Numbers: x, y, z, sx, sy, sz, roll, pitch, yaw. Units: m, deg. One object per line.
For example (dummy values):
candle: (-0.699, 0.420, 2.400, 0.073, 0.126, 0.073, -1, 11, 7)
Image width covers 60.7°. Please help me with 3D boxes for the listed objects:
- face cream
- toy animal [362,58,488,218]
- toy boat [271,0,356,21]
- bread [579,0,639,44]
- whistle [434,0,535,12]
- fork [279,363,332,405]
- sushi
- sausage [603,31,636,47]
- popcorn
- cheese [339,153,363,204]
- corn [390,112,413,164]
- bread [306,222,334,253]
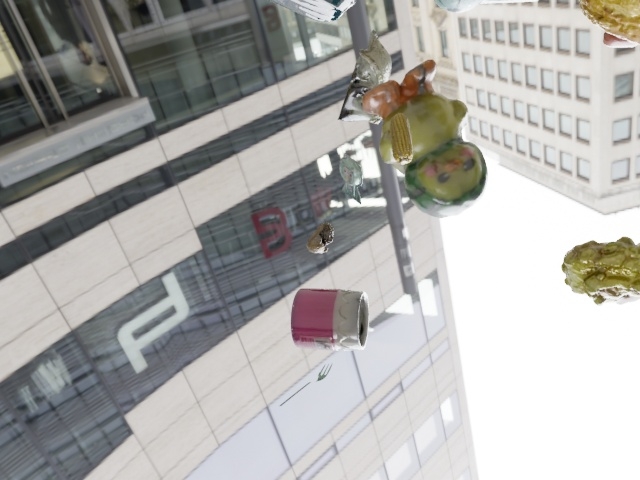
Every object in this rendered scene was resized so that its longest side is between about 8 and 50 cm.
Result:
face cream: (0.030, 0.225, 1.557, 0.194, 0.175, 0.175, 1, -147, 15)
toy animal: (0.243, -0.211, 1.237, 0.216, 0.338, 0.191, -27, 172, -4)
toy boat: (-0.048, -0.366, 0.738, 0.246, 0.103, 0.093, 10, -175, -36)
bread: (0.599, -0.473, 0.892, 0.336, 0.204, 0.358, -39, -136, 1)
whistle: (0.361, -0.612, 1.267, 0.289, 0.164, 0.163, 6, -145, 22)
fork: (-0.038, 0.401, 1.496, 0.039, 0.021, 0.235, -24, -177, 39)
sushi: (0.153, -0.437, 1.515, 0.109, 0.273, 0.134, 31, -135, 12)
sausage: (0.690, -0.467, 1.233, 0.094, 0.054, 0.059, -2, -113, 10)
popcorn: (0.643, 0.071, 1.225, 0.197, 0.156, 0.197, 8, 173, 1)
cheese: (0.064, -0.129, 1.122, 0.026, 0.121, 0.067, -35, -124, -21)
corn: (0.138, -0.175, 0.936, 0.037, 0.037, 0.092, -8, -115, 13)
bread: (0.000, 0.000, 1.731, 0.082, 0.060, 0.113, -37, -161, 48)
